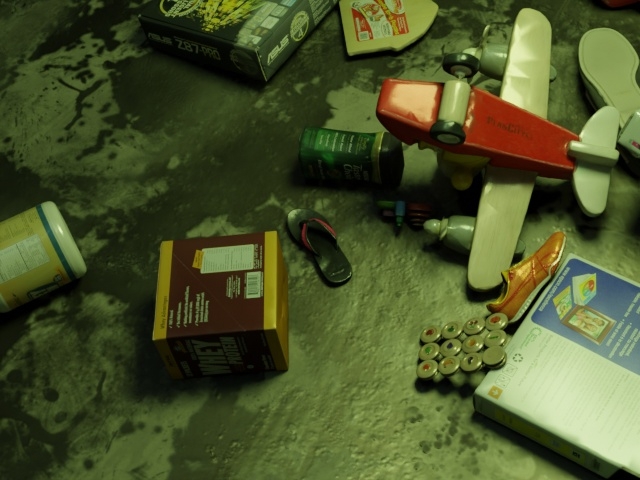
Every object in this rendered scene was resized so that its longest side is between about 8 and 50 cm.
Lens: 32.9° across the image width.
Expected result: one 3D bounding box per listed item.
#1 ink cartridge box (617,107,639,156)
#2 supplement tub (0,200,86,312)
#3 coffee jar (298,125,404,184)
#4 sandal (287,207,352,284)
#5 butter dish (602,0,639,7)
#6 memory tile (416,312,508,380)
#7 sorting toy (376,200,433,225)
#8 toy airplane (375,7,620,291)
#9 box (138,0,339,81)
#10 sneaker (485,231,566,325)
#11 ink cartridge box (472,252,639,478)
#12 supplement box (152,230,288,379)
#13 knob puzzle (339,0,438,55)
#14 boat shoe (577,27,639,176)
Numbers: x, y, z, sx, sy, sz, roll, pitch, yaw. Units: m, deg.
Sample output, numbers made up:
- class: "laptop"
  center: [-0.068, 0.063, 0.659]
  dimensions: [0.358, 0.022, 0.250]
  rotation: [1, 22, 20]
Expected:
- class: "ink cartridge box"
  center: [0.675, -0.130, 1.727]
  dimensions: [0.330, 0.071, 0.324]
  rotation: [39, 36, 18]
- class: "supplement tub"
  center: [-0.519, 0.035, 1.853]
  dimensions: [0.199, 0.144, 0.144]
  rotation: [-26, 54, -10]
- class: "coffee jar"
  center: [0.057, -0.150, 1.929]
  dimensions: [0.184, 0.096, 0.079]
  rotation: [5, 57, 13]
- class: "sandal"
  center: [0.000, 0.000, 1.860]
  dimensions: [0.067, 0.040, 0.179]
  rotation: [-27, 54, -11]
- class: "butter dish"
  center: [0.557, -0.525, 2.116]
  dimensions: [0.118, 0.160, 0.160]
  rotation: [-21, 49, 23]
- class: "memory tile"
  center: [0.219, 0.164, 1.680]
  dimensions: [0.148, 0.012, 0.113]
  rotation: [-14, 38, 24]
- class: "sorting toy"
  center: [0.143, -0.045, 1.871]
  dimensions: [0.102, 0.061, 0.042]
  rotation: [5, 88, 21]
- class: "toy airplane"
  center: [0.306, -0.159, 1.823]
  dimensions: [0.386, 0.272, 0.384]
  rotation: [-32, 94, -24]
- class: "box"
  center: [-0.131, -0.513, 2.220]
  dimensions: [0.318, 0.097, 0.395]
  rotation: [23, 60, 29]
- class: "sneaker"
  center: [0.329, 0.052, 1.720]
  dimensions: [0.067, 0.064, 0.175]
  rotation: [37, 84, 4]
- class: "ink cartridge box"
  center: [0.439, 0.198, 1.629]
  dimensions: [0.307, 0.072, 0.304]
  rotation: [27, 61, 24]
- class: "supplement box"
  center: [-0.156, 0.105, 1.752]
  dimensions: [0.194, 0.129, 0.191]
  rotation: [-5, 53, 5]
- class: "knob puzzle"
  center: [0.141, -0.442, 2.175]
  dimensions: [0.213, 0.030, 0.213]
  rotation: [-5, 52, 6]
- class: "boat shoe"
  center: [0.534, -0.249, 1.942]
  dimensions: [0.112, 0.096, 0.335]
  rotation: [-9, 47, -1]
